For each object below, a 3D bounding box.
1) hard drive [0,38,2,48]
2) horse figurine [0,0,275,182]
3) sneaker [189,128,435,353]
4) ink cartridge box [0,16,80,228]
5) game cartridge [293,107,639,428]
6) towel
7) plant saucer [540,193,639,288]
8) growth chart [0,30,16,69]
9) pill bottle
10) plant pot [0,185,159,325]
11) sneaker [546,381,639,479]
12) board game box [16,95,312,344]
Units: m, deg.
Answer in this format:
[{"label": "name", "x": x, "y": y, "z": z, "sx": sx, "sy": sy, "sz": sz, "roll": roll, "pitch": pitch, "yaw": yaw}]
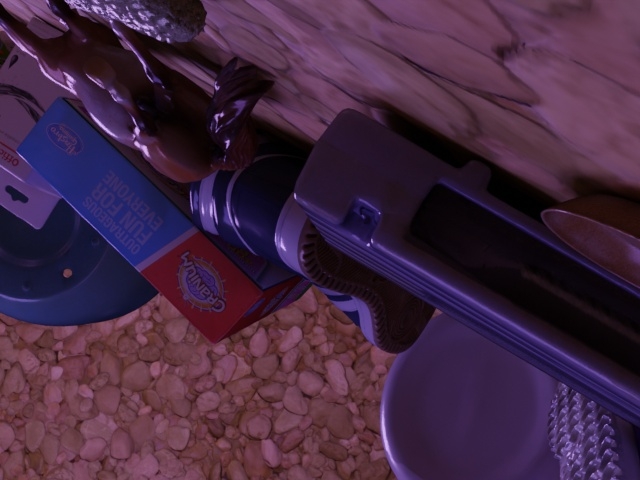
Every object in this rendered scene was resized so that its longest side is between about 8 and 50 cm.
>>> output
[{"label": "hard drive", "x": -0.361, "y": -0.233, "z": 0.516, "sx": 0.353, "sy": 0.047, "sz": 0.233, "roll": 32, "pitch": 168, "yaw": 23}, {"label": "horse figurine", "x": -0.121, "y": -0.101, "z": 0.568, "sx": 0.263, "sy": 0.066, "sz": 0.174, "roll": 33, "pitch": 172, "yaw": 32}, {"label": "sneaker", "x": 0.000, "y": 0.000, "z": 0.762, "sx": 0.153, "sy": 0.099, "sz": 0.282, "roll": 27, "pitch": 172, "yaw": 31}, {"label": "ink cartridge box", "x": -0.279, "y": -0.115, "z": 0.908, "sx": 0.104, "sy": 0.180, "sz": 0.060, "roll": 30, "pitch": 178, "yaw": 24}, {"label": "game cartridge", "x": 0.157, "y": 0.058, "z": 0.470, "sx": 0.355, "sy": 0.068, "sz": 0.230, "roll": 31, "pitch": -178, "yaw": 6}, {"label": "towel", "x": -0.120, "y": -0.128, "z": 0.397, "sx": 0.148, "sy": 0.027, "sz": 0.110, "roll": 29, "pitch": 178, "yaw": 45}, {"label": "plant saucer", "x": 0.117, "y": 0.005, "z": 0.320, "sx": 0.083, "sy": 0.015, "sz": 0.083, "roll": 31, "pitch": 178, "yaw": 1}, {"label": "growth chart", "x": -0.392, "y": -0.223, "z": 1.160, "sx": 0.237, "sy": 0.021, "sz": 0.172, "roll": 31, "pitch": -152, "yaw": 28}, {"label": "pill bottle", "x": 0.237, "y": 0.215, "z": 0.980, "sx": 0.210, "sy": 0.210, "sz": 0.363, "roll": 29, "pitch": 178, "yaw": 42}, {"label": "plant pot", "x": -0.312, "y": -0.030, "z": 1.093, "sx": 0.293, "sy": 0.293, "sz": 0.235, "roll": 31, "pitch": -178, "yaw": -2}, {"label": "sneaker", "x": 0.234, "y": 0.170, "z": 0.605, "sx": 0.146, "sy": 0.102, "sz": 0.293, "roll": 21, "pitch": -151, "yaw": 3}, {"label": "board game box", "x": -0.120, "y": -0.027, "z": 0.908, "sx": 0.242, "sy": 0.064, "sz": 0.316, "roll": 44, "pitch": -170, "yaw": 7}]
